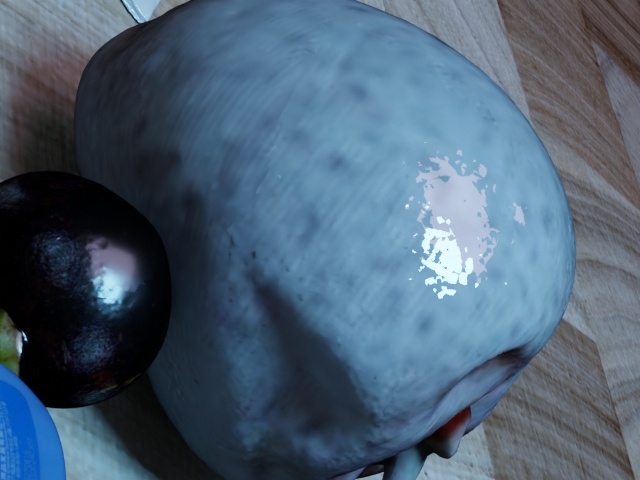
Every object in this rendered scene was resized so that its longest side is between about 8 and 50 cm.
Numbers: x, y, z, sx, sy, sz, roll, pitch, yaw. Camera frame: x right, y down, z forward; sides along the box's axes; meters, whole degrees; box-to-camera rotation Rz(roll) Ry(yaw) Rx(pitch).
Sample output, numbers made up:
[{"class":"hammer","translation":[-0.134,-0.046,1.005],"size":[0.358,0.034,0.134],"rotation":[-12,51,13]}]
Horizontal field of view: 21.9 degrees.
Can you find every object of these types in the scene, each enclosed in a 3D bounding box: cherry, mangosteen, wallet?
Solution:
[{"class":"cherry","translation":[0.000,-0.001,1.019],"size":[0.335,0.291,0.326],"rotation":[57,-3,-14]},{"class":"mangosteen","translation":[-0.158,0.032,0.888],"size":[0.151,0.137,0.137],"rotation":[-19,79,-32]},{"class":"wallet","translation":[-0.138,-0.201,1.289],"size":[0.044,0.011,0.083],"rotation":[52,26,-19]}]

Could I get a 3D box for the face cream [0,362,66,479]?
[{"class":"face cream","translation":[-0.224,0.100,0.715],"size":[0.264,0.083,0.149],"rotation":[23,60,-54]}]
